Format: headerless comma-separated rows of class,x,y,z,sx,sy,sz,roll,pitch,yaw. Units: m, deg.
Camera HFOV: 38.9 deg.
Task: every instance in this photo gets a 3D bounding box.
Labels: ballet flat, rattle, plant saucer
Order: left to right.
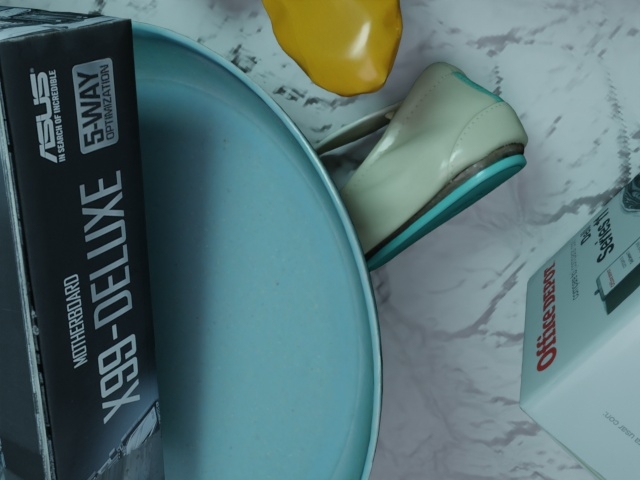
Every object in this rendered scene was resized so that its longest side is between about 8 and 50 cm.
plant saucer,-0.099,0.047,0.479,0.317,0.043,0.318,5,100,32
rattle,-0.045,-0.164,0.347,0.130,0.143,0.200,-8,146,7
ballet flat,0.000,0.000,0.492,0.086,0.086,0.248,44,112,-11

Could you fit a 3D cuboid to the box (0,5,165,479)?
box,-0.221,0.002,0.456,0.307,0.076,0.243,14,115,30

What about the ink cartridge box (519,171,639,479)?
ink cartridge box,0.191,0.005,0.411,0.087,0.153,0.208,40,114,-3
